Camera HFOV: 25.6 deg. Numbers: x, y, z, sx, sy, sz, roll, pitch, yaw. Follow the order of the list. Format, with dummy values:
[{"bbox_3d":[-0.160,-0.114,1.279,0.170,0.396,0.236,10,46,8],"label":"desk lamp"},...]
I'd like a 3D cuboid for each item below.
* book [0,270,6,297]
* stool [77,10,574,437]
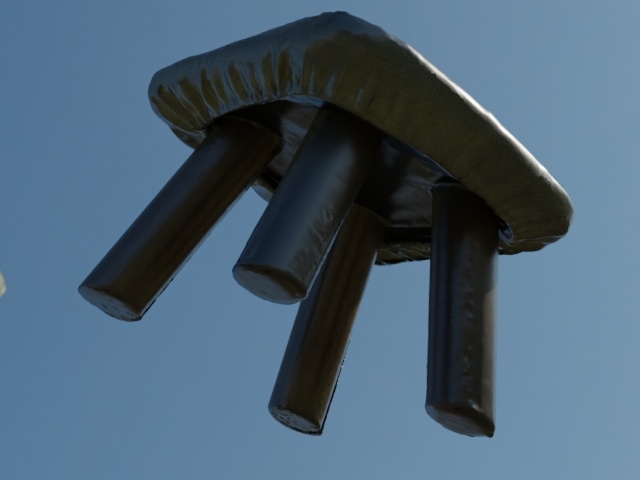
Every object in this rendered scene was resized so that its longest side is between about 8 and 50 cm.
[{"bbox_3d":[-0.226,-0.082,0.341,0.043,0.260,0.371,-36,-77,9],"label":"book"},{"bbox_3d":[0.000,0.000,1.159,0.310,0.226,0.310,37,-28,-29],"label":"stool"}]
